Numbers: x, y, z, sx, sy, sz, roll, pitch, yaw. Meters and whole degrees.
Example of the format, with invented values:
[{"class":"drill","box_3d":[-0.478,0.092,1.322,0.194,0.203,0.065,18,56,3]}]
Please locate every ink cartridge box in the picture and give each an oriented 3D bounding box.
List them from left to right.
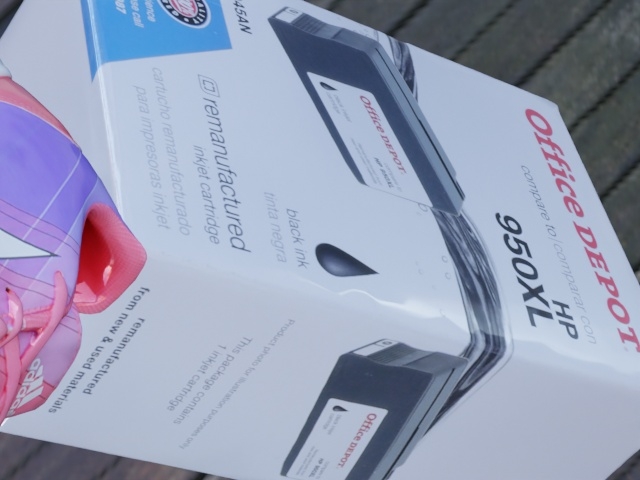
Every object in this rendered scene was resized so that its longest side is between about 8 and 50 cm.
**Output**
[{"class":"ink cartridge box","box_3d":[0.000,0.000,0.954,0.166,0.395,0.285,-50,38,33]}]

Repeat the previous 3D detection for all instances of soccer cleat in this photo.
[{"class":"soccer cleat","box_3d":[-0.128,0.022,0.439,0.116,0.318,0.108,41,107,-8]}]
